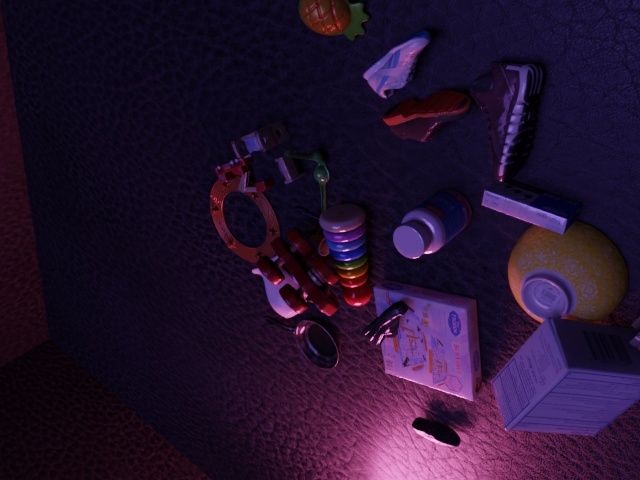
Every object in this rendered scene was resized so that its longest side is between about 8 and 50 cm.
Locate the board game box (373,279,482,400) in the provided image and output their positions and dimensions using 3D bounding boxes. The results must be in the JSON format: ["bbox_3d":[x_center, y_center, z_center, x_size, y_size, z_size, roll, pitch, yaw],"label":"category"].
[{"bbox_3d":[0.322,0.294,2.040,0.318,0.066,0.318,12,122,38],"label":"board game box"}]

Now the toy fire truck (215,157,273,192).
[{"bbox_3d":[-0.257,-0.211,2.260,0.192,0.047,0.135,-15,98,37],"label":"toy fire truck"}]

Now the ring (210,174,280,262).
[{"bbox_3d":[-0.275,-0.069,2.390,0.337,0.032,0.336,21,127,31],"label":"ring"}]

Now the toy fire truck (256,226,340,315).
[{"bbox_3d":[-0.038,0.114,2.122,0.169,0.254,0.302,-43,62,6],"label":"toy fire truck"}]

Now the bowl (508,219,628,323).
[{"bbox_3d":[0.568,0.107,1.637,0.289,0.156,0.289,22,128,31],"label":"bowl"}]

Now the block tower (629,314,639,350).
[{"bbox_3d":[0.860,0.284,1.525,0.335,0.097,0.091,41,135,17],"label":"block tower"}]

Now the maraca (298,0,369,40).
[{"bbox_3d":[0.033,-0.584,1.750,0.186,0.099,0.127,19,137,1],"label":"maraca"}]

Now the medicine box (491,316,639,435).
[{"bbox_3d":[0.608,0.338,1.646,0.289,0.264,0.149,115,157,-43],"label":"medicine box"}]

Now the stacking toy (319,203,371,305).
[{"bbox_3d":[0.090,0.061,2.068,0.141,0.141,0.330,12,126,37],"label":"stacking toy"}]

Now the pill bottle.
[{"bbox_3d":[0.286,-0.040,1.753,0.124,0.221,0.124,22,127,31],"label":"pill bottle"}]

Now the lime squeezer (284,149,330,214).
[{"bbox_3d":[-0.012,-0.198,2.027,0.059,0.110,0.310,1,148,24],"label":"lime squeezer"}]

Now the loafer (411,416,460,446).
[{"bbox_3d":[0.381,0.629,2.207,0.170,0.062,0.061,18,148,38],"label":"loafer"}]

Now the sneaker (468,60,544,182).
[{"bbox_3d":[0.414,-0.286,1.592,0.163,0.106,0.281,28,122,36],"label":"sneaker"}]

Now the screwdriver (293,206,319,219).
[{"bbox_3d":[-0.013,-0.074,2.163,0.170,0.025,0.024,21,127,22],"label":"screwdriver"}]

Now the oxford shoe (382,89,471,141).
[{"bbox_3d":[0.279,-0.305,1.698,0.271,0.097,0.098,5,138,55],"label":"oxford shoe"}]

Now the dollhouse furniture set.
[{"bbox_3d":[-0.160,-0.254,2.098,0.129,0.129,0.183,-12,106,46],"label":"dollhouse furniture set"}]

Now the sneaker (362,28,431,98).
[{"bbox_3d":[0.206,-0.441,1.693,0.092,0.087,0.229,51,145,-5],"label":"sneaker"}]

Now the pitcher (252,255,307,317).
[{"bbox_3d":[-0.119,0.144,2.325,0.178,0.125,0.207,-43,72,32],"label":"pitcher"}]

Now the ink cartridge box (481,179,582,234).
[{"bbox_3d":[0.502,-0.087,1.621,0.207,0.097,0.046,24,129,29],"label":"ink cartridge box"}]

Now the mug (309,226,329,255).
[{"bbox_3d":[0.000,0.004,2.174,0.064,0.078,0.062,24,162,41],"label":"mug"}]

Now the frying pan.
[{"bbox_3d":[-0.054,0.362,2.437,0.326,0.053,0.197,2,116,44],"label":"frying pan"}]

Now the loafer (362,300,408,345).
[{"bbox_3d":[0.205,0.250,2.022,0.078,0.076,0.223,46,142,6],"label":"loafer"}]
